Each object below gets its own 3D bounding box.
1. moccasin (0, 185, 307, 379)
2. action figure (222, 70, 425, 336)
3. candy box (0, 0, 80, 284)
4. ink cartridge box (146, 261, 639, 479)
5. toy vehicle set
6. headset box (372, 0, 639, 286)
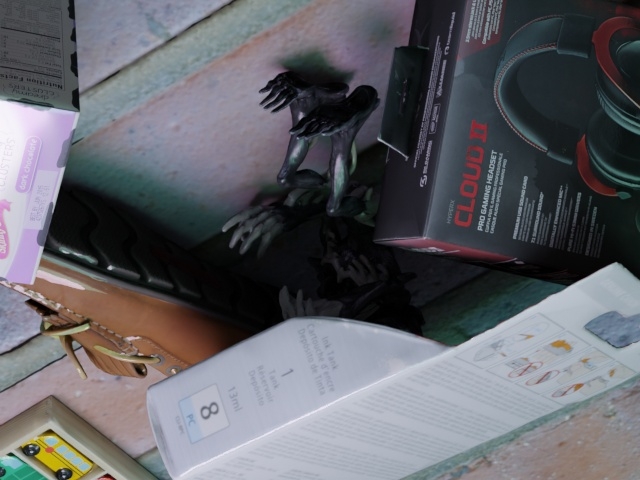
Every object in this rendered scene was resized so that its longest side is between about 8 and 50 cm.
[{"bbox_3d":[-0.168,0.062,1.399,0.380,0.139,0.147,24,114,-38],"label":"moccasin"},{"bbox_3d":[0.000,0.000,1.352,0.141,0.164,0.276,-25,126,-22],"label":"action figure"},{"bbox_3d":[-0.232,-0.093,1.202,0.070,0.196,0.165,9,128,-18],"label":"candy box"},{"bbox_3d":[0.095,0.101,1.327,0.385,0.091,0.308,-28,157,17],"label":"ink cartridge box"},{"bbox_3d":[-0.246,0.274,1.620,0.166,0.035,0.267,-32,128,17],"label":"toy vehicle set"},{"bbox_3d":[0.181,-0.080,1.269,0.293,0.110,0.218,13,84,-19],"label":"headset box"}]
